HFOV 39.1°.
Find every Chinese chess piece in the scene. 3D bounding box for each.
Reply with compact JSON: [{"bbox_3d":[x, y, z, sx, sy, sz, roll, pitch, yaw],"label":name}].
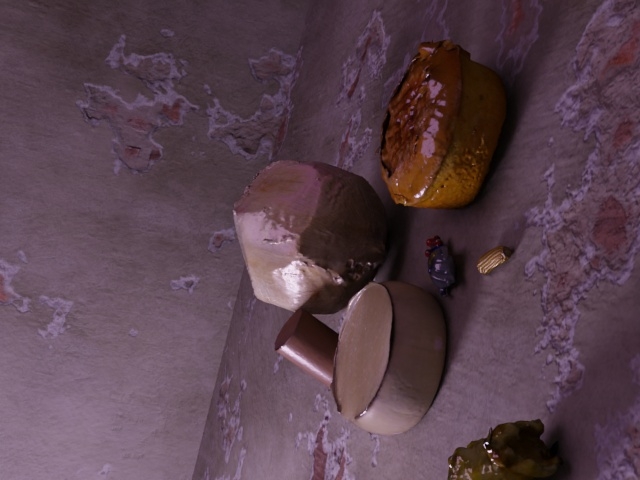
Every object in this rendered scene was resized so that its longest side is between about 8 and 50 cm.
[{"bbox_3d":[0.145,0.255,1.982,0.338,0.140,0.338,-167,90,-71],"label":"Chinese chess piece"}]

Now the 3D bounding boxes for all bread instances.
[{"bbox_3d":[0.258,-0.242,1.941,0.337,0.204,0.358,-160,82,-70],"label":"bread"}]

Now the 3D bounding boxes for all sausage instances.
[{"bbox_3d":[0.020,0.282,2.181,0.123,0.253,0.123,-53,9,12],"label":"sausage"}]

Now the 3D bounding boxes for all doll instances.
[{"bbox_3d":[0.257,0.051,1.934,0.194,0.062,0.104,-100,31,-67],"label":"doll"}]

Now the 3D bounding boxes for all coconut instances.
[{"bbox_3d":[0.000,0.000,2.268,0.404,0.405,0.404,-165,90,-72],"label":"coconut"}]

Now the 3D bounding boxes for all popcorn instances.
[{"bbox_3d":[0.285,0.382,1.426,0.195,0.173,0.168,-53,14,39],"label":"popcorn"}]

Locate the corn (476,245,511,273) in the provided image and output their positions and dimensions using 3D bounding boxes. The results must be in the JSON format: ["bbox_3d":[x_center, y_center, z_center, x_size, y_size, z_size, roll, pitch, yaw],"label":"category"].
[{"bbox_3d":[0.335,0.036,1.745,0.092,0.037,0.037,139,142,-59],"label":"corn"}]
